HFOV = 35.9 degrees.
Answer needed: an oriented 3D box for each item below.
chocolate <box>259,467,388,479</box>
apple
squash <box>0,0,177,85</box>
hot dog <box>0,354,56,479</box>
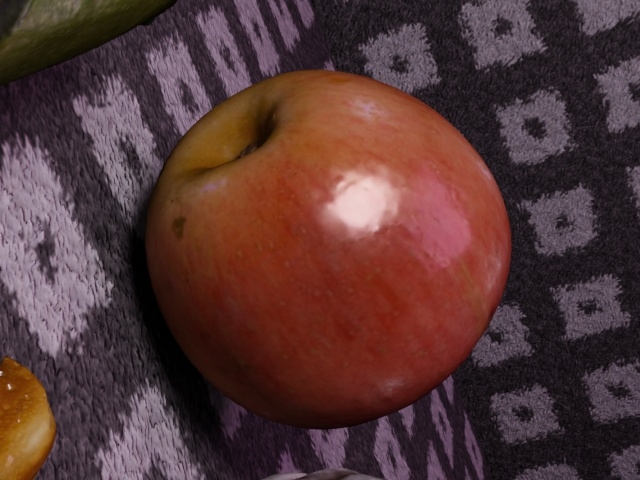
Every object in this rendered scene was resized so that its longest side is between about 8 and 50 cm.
[{"bbox_3d":[-0.004,0.295,0.799,0.213,0.303,0.303,61,9,22],"label":"chocolate"},{"bbox_3d":[0.000,0.000,1.005,0.364,0.363,0.364,-18,90,-76],"label":"apple"},{"bbox_3d":[-0.219,-0.232,0.626,0.384,0.263,0.263,-67,137,-70],"label":"squash"},{"bbox_3d":[-0.238,0.132,0.399,0.135,0.100,0.337,56,29,-11],"label":"hot dog"}]
